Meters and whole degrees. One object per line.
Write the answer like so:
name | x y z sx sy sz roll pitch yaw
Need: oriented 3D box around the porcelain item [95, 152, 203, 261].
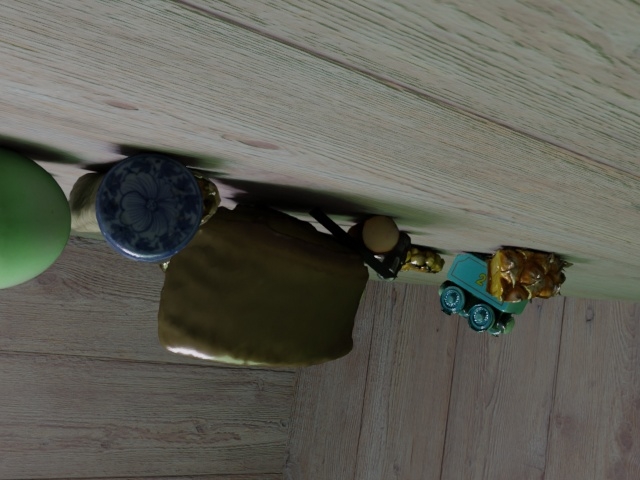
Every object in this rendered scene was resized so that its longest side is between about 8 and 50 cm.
porcelain item | -0.238 -0.044 1.273 0.147 0.147 0.114 8 176 -13

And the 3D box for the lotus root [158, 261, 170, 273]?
lotus root | -0.329 0.013 2.210 0.154 0.154 0.278 6 174 12

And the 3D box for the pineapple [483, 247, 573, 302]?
pineapple | 0.428 0.078 1.961 0.186 0.114 0.236 3 177 41

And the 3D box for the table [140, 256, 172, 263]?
table | -0.328 -0.020 1.811 0.133 0.133 0.043 4 176 38

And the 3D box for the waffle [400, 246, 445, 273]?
waffle | 0.154 0.038 2.243 0.300 0.058 0.281 8 175 8

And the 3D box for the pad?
pad | 0.057 0.007 1.669 0.193 0.004 0.116 41 172 -3

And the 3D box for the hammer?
hammer | 0.000 0.000 1.897 0.365 0.111 0.043 12 136 17

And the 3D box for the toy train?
toy train | 0.379 0.123 2.127 0.203 0.163 0.112 32 -169 35

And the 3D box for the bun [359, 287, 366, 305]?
bun | -0.068 0.118 2.274 0.359 0.211 0.360 25 175 2

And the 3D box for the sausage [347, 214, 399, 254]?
sausage | 0.090 -0.003 1.736 0.071 0.071 0.234 8 175 -7

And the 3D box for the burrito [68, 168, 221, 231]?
burrito | -0.293 -0.063 1.438 0.143 0.105 0.299 -1 -179 -37

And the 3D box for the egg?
egg | -0.503 -0.033 1.380 0.220 0.220 0.269 4 174 39

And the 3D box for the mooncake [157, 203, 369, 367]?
mooncake | -0.117 0.063 1.590 0.393 0.246 0.394 10 -173 -34
